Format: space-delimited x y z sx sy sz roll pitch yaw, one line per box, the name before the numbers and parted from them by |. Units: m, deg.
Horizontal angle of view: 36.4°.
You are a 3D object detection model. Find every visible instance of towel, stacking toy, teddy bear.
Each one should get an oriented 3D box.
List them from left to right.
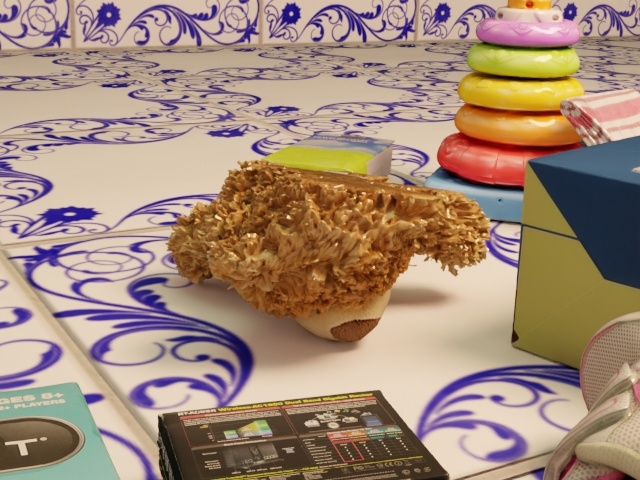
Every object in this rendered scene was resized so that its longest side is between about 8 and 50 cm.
teddy bear | 0.000 0.000 0.766 0.245 0.113 0.338 3 8 -23
stacking toy | 0.209 -0.183 1.009 0.175 0.302 0.166 7 18 19
towel | 0.329 -0.072 0.939 0.144 0.029 0.197 -15 65 -47

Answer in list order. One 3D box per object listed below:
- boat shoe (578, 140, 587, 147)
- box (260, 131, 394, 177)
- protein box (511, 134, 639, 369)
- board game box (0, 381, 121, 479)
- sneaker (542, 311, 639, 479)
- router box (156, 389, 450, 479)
boat shoe | 0.336 -0.130 1.214 0.258 0.089 0.109 -6 19 -24
box | 0.013 -0.087 1.116 0.109 0.043 0.178 8 18 17
protein box | 0.272 0.013 0.658 0.201 0.136 0.199 -14 23 -42
board game box | -0.158 0.153 0.249 0.253 0.079 0.336 -5 19 -23
sneaker | 0.148 0.098 0.424 0.111 0.103 0.252 3 16 -2
router box | -0.012 0.113 0.468 0.122 0.038 0.092 -3 18 -17
